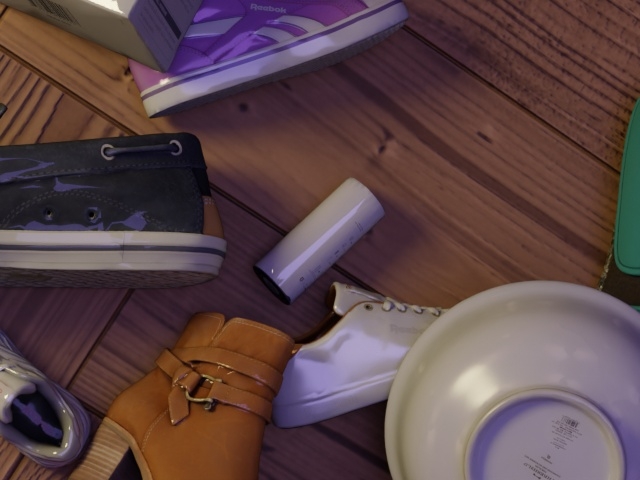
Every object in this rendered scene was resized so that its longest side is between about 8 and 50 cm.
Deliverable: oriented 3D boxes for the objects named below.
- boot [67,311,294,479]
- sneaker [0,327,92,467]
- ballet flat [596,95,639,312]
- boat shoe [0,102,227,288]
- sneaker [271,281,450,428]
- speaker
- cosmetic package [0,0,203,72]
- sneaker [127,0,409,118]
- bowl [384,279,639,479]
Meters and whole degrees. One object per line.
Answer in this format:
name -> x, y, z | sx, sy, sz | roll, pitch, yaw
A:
boot -> -0.077, 0.185, 1.474 | 0.220, 0.283, 0.109 | -54, 134, -22
sneaker -> -0.305, 0.126, 1.495 | 0.232, 0.115, 0.090 | 35, 80, -8
ballet flat -> 0.353, 0.069, 1.642 | 0.182, 0.164, 0.482 | 25, 79, -31
boat shoe -> -0.330, -0.044, 1.473 | 0.500, 0.187, 0.156 | 2, 81, -18
sneaker -> 0.077, 0.087, 1.589 | 0.290, 0.106, 0.123 | -17, 93, -12
speaker -> 0.000, 0.000, 1.604 | 0.136, 0.055, 0.055 | -43, 96, -11
cosmetic package -> -0.202, -0.314, 1.497 | 0.224, 0.138, 0.224 | 24, 79, 16
sneaker -> -0.059, -0.236, 1.584 | 0.282, 0.102, 0.161 | -17, 87, -13
bowl -> 0.203, 0.192, 1.472 | 0.298, 0.134, 0.298 | 1, 98, 6
